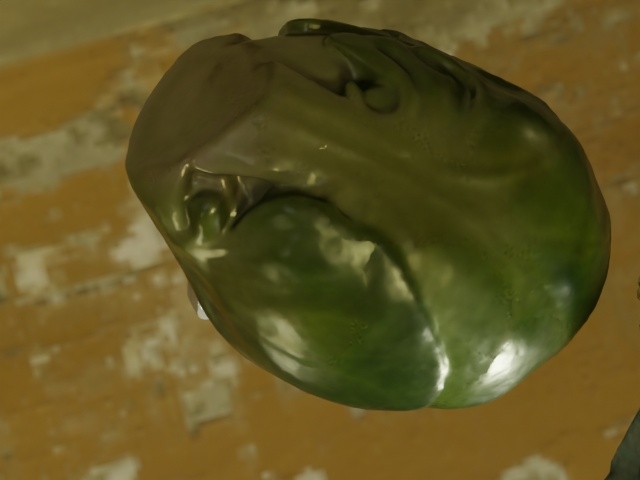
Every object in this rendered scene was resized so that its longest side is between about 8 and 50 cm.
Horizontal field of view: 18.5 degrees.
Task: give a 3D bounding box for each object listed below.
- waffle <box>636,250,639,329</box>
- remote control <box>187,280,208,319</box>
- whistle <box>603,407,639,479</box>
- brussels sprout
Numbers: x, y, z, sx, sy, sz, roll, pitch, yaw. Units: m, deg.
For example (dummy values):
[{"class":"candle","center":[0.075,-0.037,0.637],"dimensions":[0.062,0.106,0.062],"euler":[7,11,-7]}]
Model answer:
[{"class":"waffle","center":[0.449,0.087,1.974],"dimensions":[0.283,0.309,0.065],"euler":[-14,170,-20]},{"class":"remote control","center":[0.000,0.000,1.771],"dimensions":[0.250,0.034,0.103],"euler":[-19,146,-17]},{"class":"whistle","center":[0.320,0.266,1.580],"dimensions":[0.168,0.405,0.188],"euler":[25,-153,27]},{"class":"brussels sprout","center":[0.030,-0.021,1.461],"dimensions":[0.354,0.281,0.289],"euler":[31,-177,-28]}]
